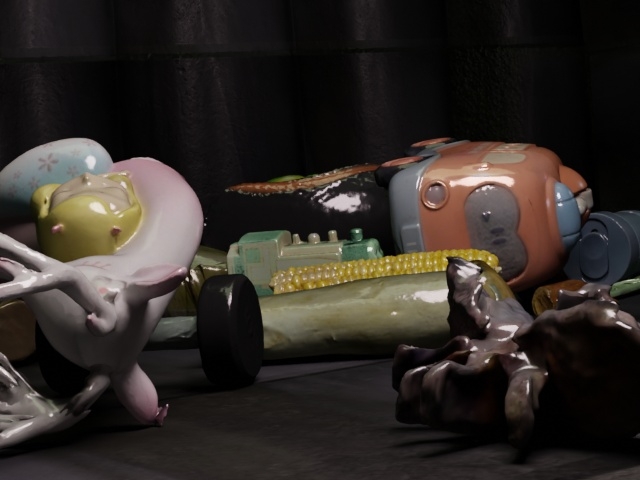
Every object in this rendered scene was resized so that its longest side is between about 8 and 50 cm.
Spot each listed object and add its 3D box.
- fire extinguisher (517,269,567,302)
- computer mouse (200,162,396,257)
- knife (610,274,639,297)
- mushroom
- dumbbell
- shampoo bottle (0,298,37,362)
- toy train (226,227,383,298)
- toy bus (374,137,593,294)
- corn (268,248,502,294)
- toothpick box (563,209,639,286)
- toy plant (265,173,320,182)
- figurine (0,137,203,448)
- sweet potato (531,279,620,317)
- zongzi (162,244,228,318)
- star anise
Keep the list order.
[{"bbox_3d":[0.278,0.054,1.758,0.064,0.043,0.158,20,10,19],"label":"fire extinguisher"},{"bbox_3d":[0.001,0.000,1.783,0.323,0.183,0.116,-11,7,-2],"label":"computer mouse"},{"bbox_3d":[0.400,0.056,1.752,0.043,0.020,0.293,-7,1,37],"label":"knife"},{"bbox_3d":[0.038,0.077,1.360,0.312,0.081,0.100,-9,0,11],"label":"mushroom"},{"bbox_3d":[-0.154,0.085,1.248,0.191,0.100,0.100,-6,2,13],"label":"dumbbell"},{"bbox_3d":[-0.344,0.091,1.668,0.125,0.084,0.350,-8,3,-5],"label":"shampoo bottle"},{"bbox_3d":[-0.010,0.048,1.552,0.193,0.125,0.081,-5,6,15],"label":"toy train"},{"bbox_3d":[0.204,-0.023,1.646,0.232,0.194,0.287,-6,10,19],"label":"toy bus"},{"bbox_3d":[0.071,0.061,1.453,0.244,0.093,0.093,-5,2,10],"label":"corn"},{"bbox_3d":[0.390,0.011,1.838,0.101,0.101,0.153,-3,0,31],"label":"toothpick box"},{"bbox_3d":[0.010,-0.001,1.991,0.184,0.224,0.316,-49,19,-18],"label":"toy plant"},{"bbox_3d":[-0.227,0.042,1.057,0.284,0.207,0.316,5,17,-13],"label":"figurine"},{"bbox_3d":[0.280,0.068,1.488,0.117,0.049,0.049,1,-1,-32],"label":"sweet potato"},{"bbox_3d":[-0.151,0.053,1.720,0.274,0.125,0.251,-3,9,-7],"label":"zongzi"},{"bbox_3d":[0.143,0.072,0.916,0.198,0.111,0.257,-4,9,7],"label":"star anise"}]
